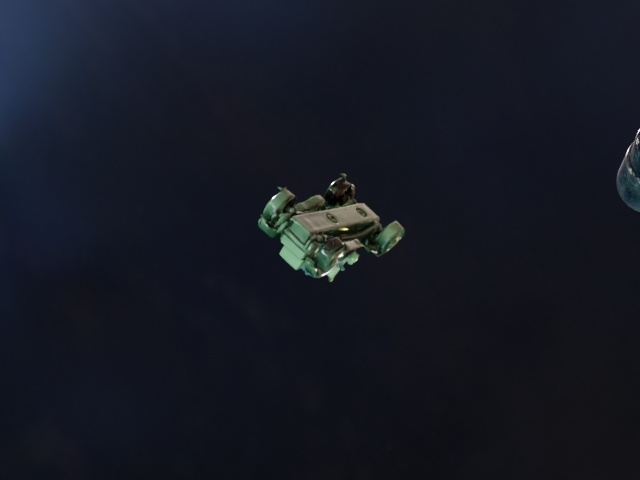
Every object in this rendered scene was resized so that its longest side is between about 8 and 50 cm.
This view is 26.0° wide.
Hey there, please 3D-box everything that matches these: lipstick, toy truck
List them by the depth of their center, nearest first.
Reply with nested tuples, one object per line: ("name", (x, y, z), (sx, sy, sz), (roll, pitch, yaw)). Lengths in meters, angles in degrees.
("lipstick", (0.252, -0.067, 1.008), (0.053, 0.053, 0.234), (61, -179, 12))
("toy truck", (0.001, 0.000, 1.220), (0.080, 0.078, 0.154), (43, -155, 16))
